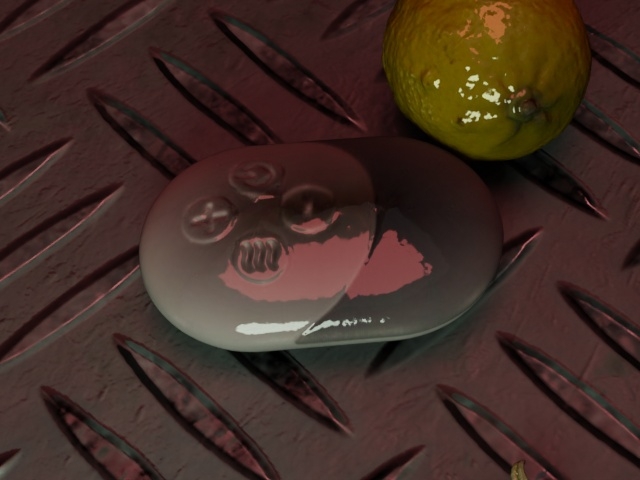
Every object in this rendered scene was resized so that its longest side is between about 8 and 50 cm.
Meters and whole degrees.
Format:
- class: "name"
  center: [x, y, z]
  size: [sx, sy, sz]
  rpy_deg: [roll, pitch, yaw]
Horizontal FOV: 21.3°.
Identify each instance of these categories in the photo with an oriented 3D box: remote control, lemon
- class: "remote control"
  center: [0.000, 0.000, 1.549]
  size: [0.332, 0.103, 0.221]
  rpy_deg: [-4, 55, -1]
- class: "lemon"
  center: [0.158, -0.174, 1.608]
  size: [0.192, 0.192, 0.231]
  rpy_deg: [-19, 35, -10]

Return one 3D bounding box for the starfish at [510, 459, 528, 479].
- class: "starfish"
  center: [0.214, 0.273, 1.367]
  size: [0.216, 0.050, 0.223]
  rpy_deg: [-20, 66, -18]
